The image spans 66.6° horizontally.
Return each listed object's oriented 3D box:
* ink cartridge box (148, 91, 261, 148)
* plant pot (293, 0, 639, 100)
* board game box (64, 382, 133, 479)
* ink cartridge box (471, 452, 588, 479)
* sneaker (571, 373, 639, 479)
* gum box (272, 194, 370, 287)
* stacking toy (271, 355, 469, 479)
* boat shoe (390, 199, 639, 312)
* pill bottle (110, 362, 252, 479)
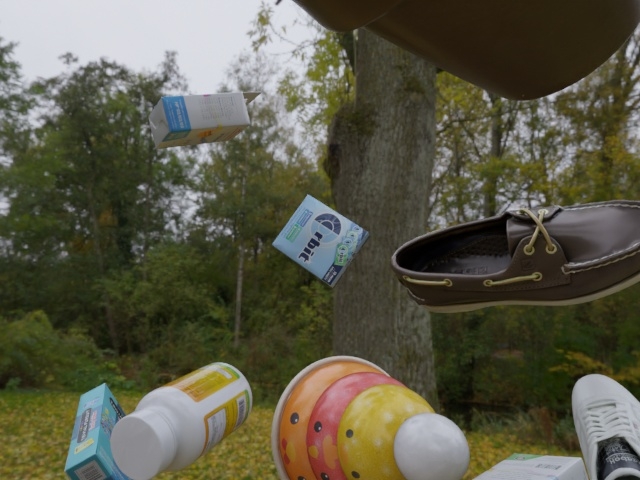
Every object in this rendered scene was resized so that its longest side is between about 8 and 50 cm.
[{"bbox_3d":[-0.196,-0.213,0.859,0.181,0.062,0.104,-15,2,-31],"label":"ink cartridge box"},{"bbox_3d":[0.133,-0.238,0.379,0.229,0.263,0.263,29,-23,-28],"label":"plant pot"},{"bbox_3d":[-0.555,0.574,1.291,0.079,0.254,0.336,-27,20,-13],"label":"board game box"},{"bbox_3d":[0.391,0.489,0.930,0.212,0.093,0.154,-3,-14,-38],"label":"ink cartridge box"},{"bbox_3d":[0.318,0.220,0.516,0.090,0.095,0.235,-29,20,24],"label":"sneaker"},{"bbox_3d":[0.000,0.000,1.185,0.184,0.157,0.041,34,-5,19],"label":"gum box"},{"bbox_3d":[0.120,0.379,0.941,0.350,0.351,0.480,5,-21,-18],"label":"stacking toy"},{"bbox_3d":[0.243,0.015,0.601,0.324,0.117,0.096,-16,-40,35],"label":"boat shoe"},{"bbox_3d":[-0.235,0.309,0.846,0.136,0.136,0.245,-3,1,21],"label":"pill bottle"}]
